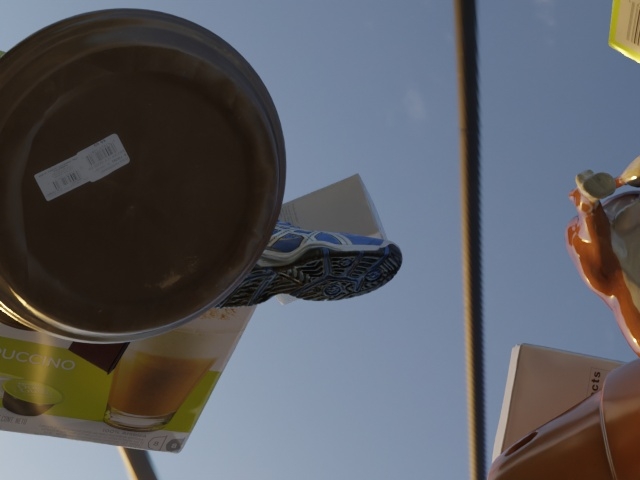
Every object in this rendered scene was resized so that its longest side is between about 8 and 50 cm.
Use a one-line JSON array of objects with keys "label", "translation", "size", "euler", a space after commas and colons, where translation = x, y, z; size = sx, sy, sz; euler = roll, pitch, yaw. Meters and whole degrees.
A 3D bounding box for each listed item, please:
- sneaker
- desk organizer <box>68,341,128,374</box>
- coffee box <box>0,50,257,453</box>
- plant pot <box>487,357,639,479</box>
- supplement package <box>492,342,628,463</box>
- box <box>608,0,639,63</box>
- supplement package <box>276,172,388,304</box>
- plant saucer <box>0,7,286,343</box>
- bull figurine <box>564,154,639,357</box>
[{"label": "sneaker", "translation": [-0.024, 0.012, 0.987], "size": [0.080, 0.211, 0.081], "euler": [90, -3, -48]}, {"label": "desk organizer", "translation": [-0.210, 0.072, 1.052], "size": [0.050, 0.047, 0.130], "euler": [31, -92, -4]}, {"label": "coffee box", "translation": [-0.296, 0.017, 1.259], "size": [0.334, 0.338, 0.338], "euler": [-61, -152, 32]}, {"label": "plant pot", "translation": [0.292, 0.271, 0.940], "size": [0.204, 0.291, 0.290], "euler": [-26, -94, 25]}, {"label": "supplement package", "translation": [0.377, 0.242, 1.250], "size": [0.293, 0.177, 0.175], "euler": [10, -95, 10]}, {"label": "box", "translation": [0.220, -0.106, 0.400], "size": [0.109, 0.178, 0.042], "euler": [45, -26, 40]}, {"label": "supplement package", "translation": [0.000, 0.000, 1.422], "size": [0.179, 0.105, 0.105], "euler": [-21, -122, 7]}, {"label": "plant saucer", "translation": [-0.149, -0.040, 0.778], "size": [0.041, 0.278, 0.277], "euler": [-141, -131, -57]}, {"label": "bull figurine", "translation": [0.288, 0.065, 0.701], "size": [0.310, 0.101, 0.188], "euler": [48, -10, 26]}]
